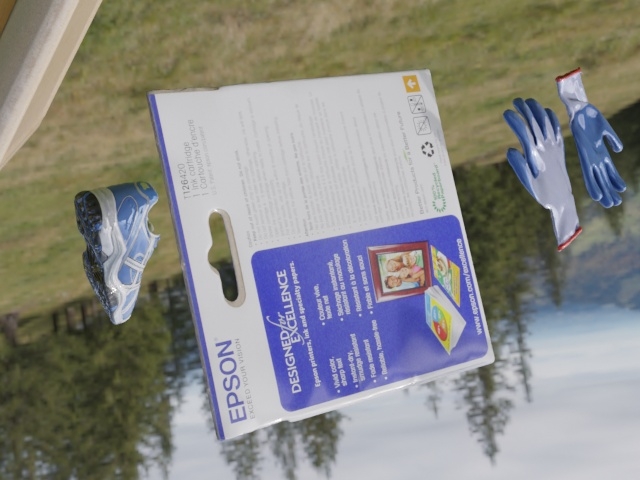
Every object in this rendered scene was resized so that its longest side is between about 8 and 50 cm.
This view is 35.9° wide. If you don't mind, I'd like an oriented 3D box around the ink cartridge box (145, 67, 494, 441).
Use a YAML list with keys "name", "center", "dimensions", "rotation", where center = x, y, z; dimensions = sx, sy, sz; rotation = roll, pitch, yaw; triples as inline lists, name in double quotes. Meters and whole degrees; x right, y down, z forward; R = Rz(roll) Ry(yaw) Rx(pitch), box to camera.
- name: "ink cartridge box"
  center: [0.000, 0.000, 0.919]
  dimensions: [0.307, 0.304, 0.072]
  rotation: [-10, 177, -29]

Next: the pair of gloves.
- name: "pair of gloves"
  center: [0.256, -0.089, 1.018]
  dimensions: [0.023, 0.159, 0.198]
  rotation: [-11, -164, 45]

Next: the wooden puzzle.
- name: "wooden puzzle"
  center: [-0.153, -0.117, 0.536]
  dimensions: [0.044, 0.221, 0.239]
  rotation: [28, -153, -15]

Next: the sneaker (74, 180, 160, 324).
- name: "sneaker"
  center: [-0.216, 0.018, 1.095]
  dimensions: [0.081, 0.080, 0.211]
  rotation: [-24, 150, -26]
